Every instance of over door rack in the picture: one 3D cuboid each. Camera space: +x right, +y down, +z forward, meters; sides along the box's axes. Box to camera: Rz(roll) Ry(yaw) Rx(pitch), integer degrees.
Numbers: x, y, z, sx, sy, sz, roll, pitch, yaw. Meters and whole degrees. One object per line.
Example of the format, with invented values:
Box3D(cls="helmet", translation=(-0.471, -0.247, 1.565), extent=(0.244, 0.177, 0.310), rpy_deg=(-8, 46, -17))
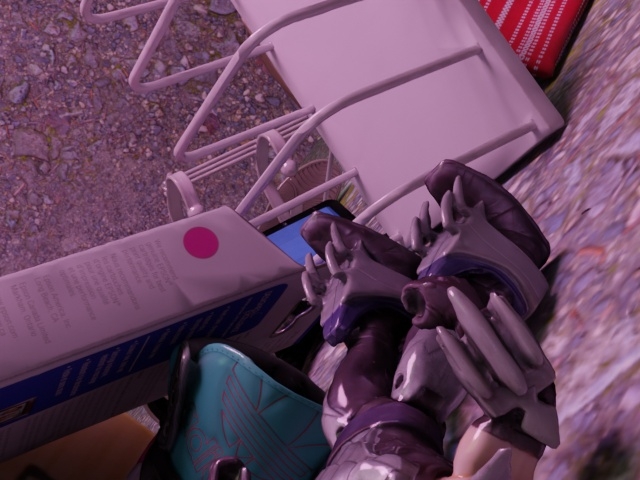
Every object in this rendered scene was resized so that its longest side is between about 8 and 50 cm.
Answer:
Box3D(cls="over door rack", translation=(-0.062, -0.018, 1.118), extent=(0.239, 0.108, 0.324), rpy_deg=(-27, -16, -22))

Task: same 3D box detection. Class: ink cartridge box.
Box3D(cls="ink cartridge box", translation=(-0.152, 0.070, 0.575), extent=(0.371, 0.069, 0.176), rpy_deg=(-17, -19, -29))

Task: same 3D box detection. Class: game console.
Box3D(cls="game console", translation=(0.000, 0.000, 0.860), extent=(0.122, 0.071, 0.107), rpy_deg=(-28, -3, -26))

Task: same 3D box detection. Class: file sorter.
Box3D(cls="file sorter", translation=(-0.014, -0.120, 0.695), extent=(0.173, 0.277, 0.193), rpy_deg=(-28, -9, -37))

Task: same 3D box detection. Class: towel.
Box3D(cls="towel", translation=(0.098, -0.245, 0.855), extent=(0.031, 0.275, 0.199), rpy_deg=(99, -162, -50))

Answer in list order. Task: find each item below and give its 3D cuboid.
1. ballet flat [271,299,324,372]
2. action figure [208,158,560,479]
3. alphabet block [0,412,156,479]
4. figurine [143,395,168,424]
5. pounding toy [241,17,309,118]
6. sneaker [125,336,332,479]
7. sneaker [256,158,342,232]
Box3D(cls="ballet flat", translation=(-0.026, 0.092, 0.812), extent=(0.049, 0.057, 0.173), rpy_deg=(-20, 20, 13))
Box3D(cls="action figure", translation=(0.027, 0.072, 0.403), extent=(0.185, 0.099, 0.285), rpy_deg=(-38, 17, 28))
Box3D(cls="alphabet block", translation=(-0.207, 0.233, 0.695), extent=(0.192, 0.193, 0.197), rpy_deg=(-42, 12, 48))
Box3D(cls="figurine", translation=(-0.072, 0.076, 0.986), extent=(0.209, 0.092, 0.215), rpy_deg=(-51, -3, -40))
Box3D(cls="pounding toy", translation=(0.066, -0.186, 0.876), extent=(0.206, 0.181, 0.094), rpy_deg=(-36, -30, -3))
Box3D(cls="sneaker", translation=(-0.062, 0.149, 0.511), extent=(0.178, 0.124, 0.295), rpy_deg=(-59, 2, 26))
Box3D(cls="sneaker", translation=(-0.052, -0.031, 1.466), extent=(0.222, 0.083, 0.118), rpy_deg=(-53, 7, 3))
